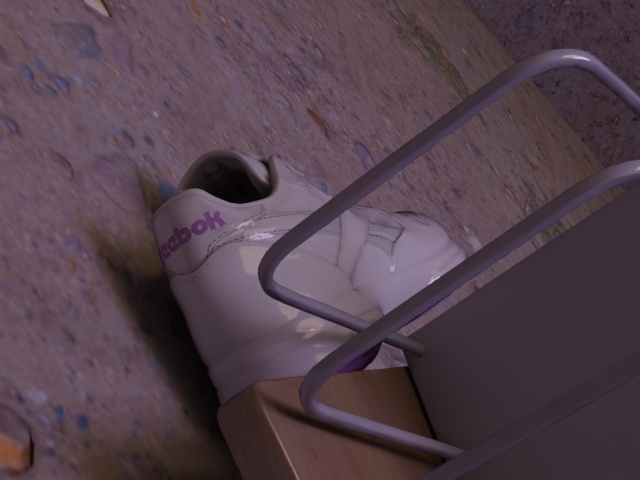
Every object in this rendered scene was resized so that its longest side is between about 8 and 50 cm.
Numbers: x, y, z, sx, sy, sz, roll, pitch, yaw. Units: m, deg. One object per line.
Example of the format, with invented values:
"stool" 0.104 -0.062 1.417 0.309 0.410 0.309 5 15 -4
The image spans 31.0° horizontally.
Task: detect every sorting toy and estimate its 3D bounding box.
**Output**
"sorting toy" 0.051 0.196 0.559 0.257 0.089 0.255 62 21 16

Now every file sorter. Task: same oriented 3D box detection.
"file sorter" 0.113 0.091 0.458 0.173 0.193 0.278 27 35 -48

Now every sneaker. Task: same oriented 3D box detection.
"sneaker" 0.000 0.000 0.706 0.152 0.114 0.305 58 20 2
